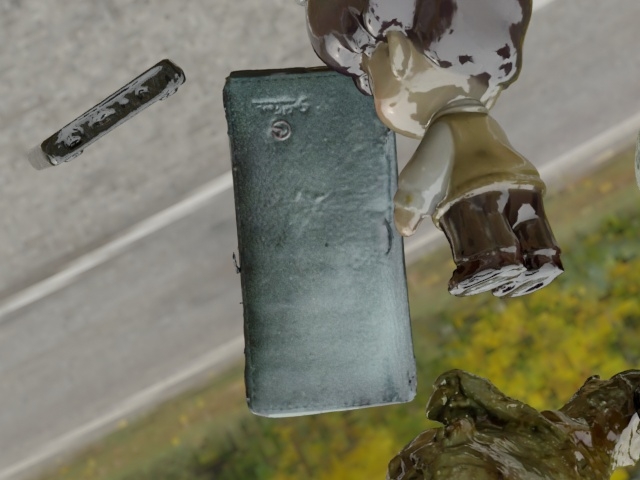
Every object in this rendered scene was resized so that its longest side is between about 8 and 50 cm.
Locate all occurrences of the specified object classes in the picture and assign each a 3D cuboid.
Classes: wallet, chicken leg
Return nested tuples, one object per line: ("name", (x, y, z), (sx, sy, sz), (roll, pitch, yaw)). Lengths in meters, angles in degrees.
("wallet", (0.000, 0.000, 1.967), (0.190, 0.379, 0.046), (-4, -172, 2))
("chicken leg", (0.098, 0.109, 0.874), (0.227, 0.103, 0.088), (-35, 135, -49))

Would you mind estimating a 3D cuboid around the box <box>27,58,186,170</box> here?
("box", (-0.169, -0.095, 1.427), (0.126, 0.027, 0.125), (-36, -172, -13))

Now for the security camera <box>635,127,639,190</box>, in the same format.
("security camera", (0.387, -0.025, 1.687), (0.194, 0.194, 0.236), (-25, 142, -9))

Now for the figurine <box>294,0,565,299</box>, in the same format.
("figurine", (0.107, -0.121, 1.669), (0.218, 0.365, 0.206), (-1, 168, -34))
